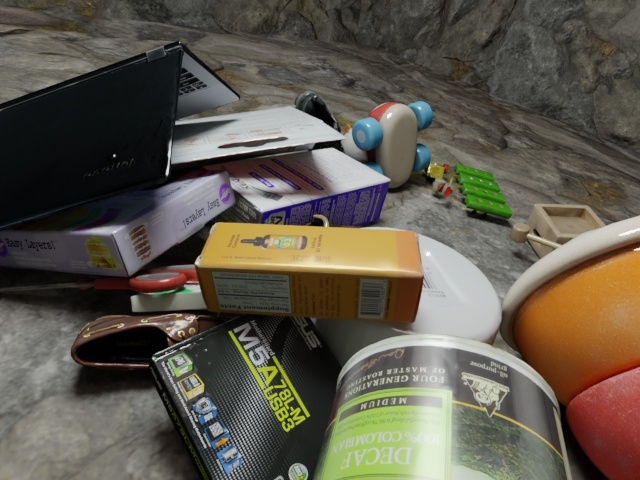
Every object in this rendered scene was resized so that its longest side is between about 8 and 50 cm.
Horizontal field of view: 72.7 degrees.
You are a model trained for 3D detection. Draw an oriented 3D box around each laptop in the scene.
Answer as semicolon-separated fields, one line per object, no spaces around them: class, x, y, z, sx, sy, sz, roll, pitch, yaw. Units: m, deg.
laptop;-0.350;-0.138;0.719;0.383;0.236;0.408;-14;-1;9

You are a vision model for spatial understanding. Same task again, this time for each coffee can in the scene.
coffee can;0.078;0.234;0.301;0.202;0.201;0.275;17;37;5

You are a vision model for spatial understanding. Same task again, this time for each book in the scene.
book;-0.175;0.067;0.578;0.097;0.035;0.144;-3;5;-2

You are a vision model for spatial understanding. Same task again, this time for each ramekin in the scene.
ramekin;0.107;0.098;0.607;0.278;0.135;0.277;10;32;-6

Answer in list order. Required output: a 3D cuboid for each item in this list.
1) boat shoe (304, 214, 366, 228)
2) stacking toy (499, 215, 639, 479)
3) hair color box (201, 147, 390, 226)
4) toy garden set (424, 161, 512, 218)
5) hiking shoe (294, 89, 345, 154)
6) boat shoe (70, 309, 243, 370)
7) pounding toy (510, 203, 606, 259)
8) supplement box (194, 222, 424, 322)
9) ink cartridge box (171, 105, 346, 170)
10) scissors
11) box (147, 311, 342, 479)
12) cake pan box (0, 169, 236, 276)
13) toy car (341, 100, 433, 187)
boat shoe;0.005;0.004;0.748;0.258;0.095;0.095;-17;43;-39
stacking toy;0.408;0.234;0.435;0.351;0.350;0.479;8;51;-9
hair color box;-0.043;-0.089;0.865;0.339;0.110;0.185;-17;42;-41
toy garden set;0.374;-0.136;1.156;0.204;0.049;0.244;15;33;-1
hiking shoe;0.008;-0.238;1.028;0.086;0.226;0.114;-29;28;-1
boat shoe;-0.174;0.121;0.510;0.207;0.073;0.073;-3;2;-13
pounding toy;0.509;0.007;0.951;0.206;0.094;0.181;2;38;-2
supplement box;-0.010;0.034;0.482;0.234;0.080;0.078;5;39;4
ink cartridge box;-0.152;-0.183;0.859;0.309;0.091;0.385;-12;27;-14
scissors;-0.286;0.055;0.574;0.298;0.021;0.109;-5;8;16
box;-0.054;0.170;0.461;0.184;0.045;0.190;-20;68;-38
cake pan box;-0.296;-0.040;0.657;0.246;0.070;0.267;4;27;22
toy car;0.126;-0.259;1.128;0.219;0.210;0.238;-27;36;-32
